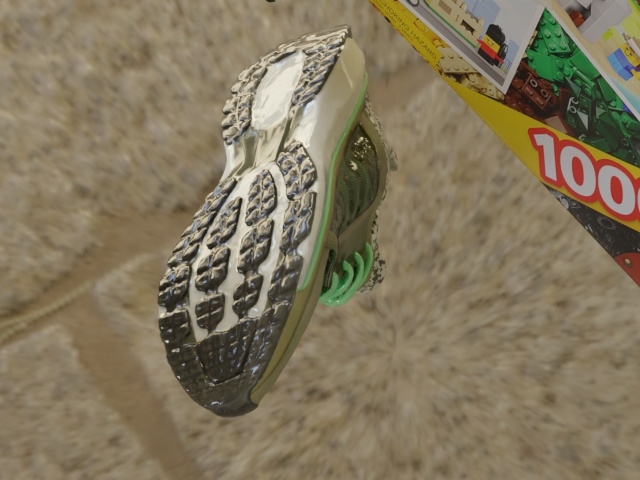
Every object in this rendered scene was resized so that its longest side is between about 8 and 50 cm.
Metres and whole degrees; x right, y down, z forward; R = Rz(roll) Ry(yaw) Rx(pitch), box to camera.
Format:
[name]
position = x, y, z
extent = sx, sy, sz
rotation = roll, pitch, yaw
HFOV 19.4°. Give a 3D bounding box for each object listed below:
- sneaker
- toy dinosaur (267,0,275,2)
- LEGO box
[sneaker]
position = 0.000, 0.000, 1.551
extent = 0.158, 0.410, 0.182
rotation = -21, 126, 34
[toy dinosaur]
position = -0.109, -0.255, 1.364
extent = 0.118, 0.268, 0.064
rotation = 41, 84, 19
[LEGO box]
position = 0.220, -0.247, 1.407
extent = 0.193, 0.372, 0.500
rotation = -39, 82, -29
